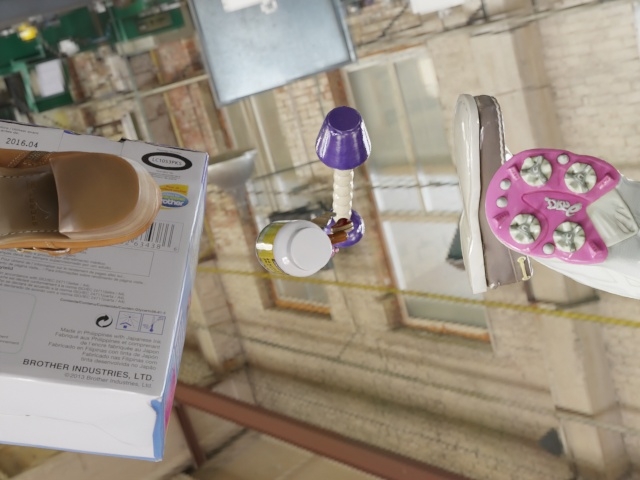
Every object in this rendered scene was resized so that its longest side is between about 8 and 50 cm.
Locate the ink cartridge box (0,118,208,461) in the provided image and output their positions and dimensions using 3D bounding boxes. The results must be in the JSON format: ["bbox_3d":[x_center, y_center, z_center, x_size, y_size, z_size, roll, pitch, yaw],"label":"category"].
[{"bbox_3d":[-0.273,0.021,1.041,0.270,0.151,0.395,9,-128,-6],"label":"ink cartridge box"}]

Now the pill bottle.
[{"bbox_3d":[-0.029,0.009,1.070,0.065,0.065,0.116,-21,-173,-19],"label":"pill bottle"}]

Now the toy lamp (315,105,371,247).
[{"bbox_3d":[0.032,-0.087,1.343,0.080,0.275,0.080,-1,-123,1],"label":"toy lamp"}]

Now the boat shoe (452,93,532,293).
[{"bbox_3d":[0.238,-0.063,1.276,0.097,0.324,0.116,-9,-142,3],"label":"boat shoe"}]

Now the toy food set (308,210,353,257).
[{"bbox_3d":[0.000,0.000,1.221,0.078,0.019,0.122,15,-146,38],"label":"toy food set"}]

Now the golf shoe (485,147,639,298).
[{"bbox_3d":[0.297,0.005,0.823,0.306,0.115,0.140,22,175,14],"label":"golf shoe"}]

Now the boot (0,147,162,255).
[{"bbox_3d":[-0.194,-0.019,0.556,0.197,0.073,0.152,4,177,-8],"label":"boot"}]
